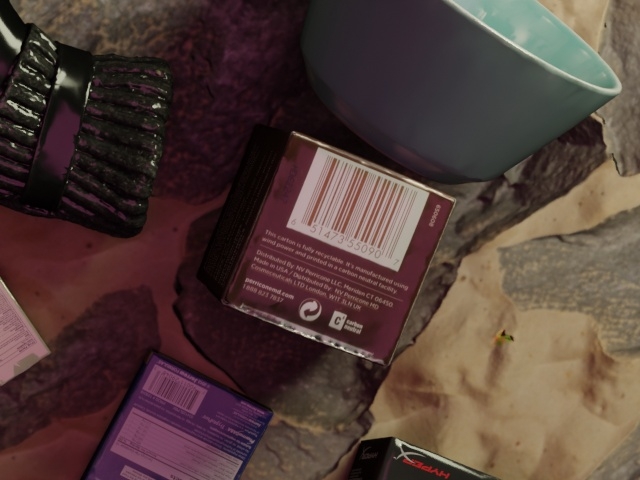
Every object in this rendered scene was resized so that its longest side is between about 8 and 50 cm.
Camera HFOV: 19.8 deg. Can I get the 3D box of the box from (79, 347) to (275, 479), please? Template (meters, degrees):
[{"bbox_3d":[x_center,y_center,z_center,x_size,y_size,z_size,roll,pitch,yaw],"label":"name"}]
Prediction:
[{"bbox_3d":[-0.157,0.234,1.770,0.136,0.036,0.225,28,90,-12],"label":"box"}]

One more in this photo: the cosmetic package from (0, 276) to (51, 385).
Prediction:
[{"bbox_3d":[-0.310,0.073,1.726,0.060,0.041,0.115,-32,100,-7],"label":"cosmetic package"}]

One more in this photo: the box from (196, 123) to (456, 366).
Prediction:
[{"bbox_3d":[0.000,0.000,1.696,0.168,0.203,0.167,21,91,-11],"label":"box"}]

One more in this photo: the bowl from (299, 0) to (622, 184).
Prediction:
[{"bbox_3d":[0.103,-0.167,1.678,0.311,0.311,0.163,33,107,-12],"label":"bowl"}]

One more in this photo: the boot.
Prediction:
[{"bbox_3d":[-0.259,-0.183,1.665,0.260,0.131,0.348,6,104,-4],"label":"boot"}]

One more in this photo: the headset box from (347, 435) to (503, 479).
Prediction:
[{"bbox_3d":[0.101,0.363,1.762,0.218,0.110,0.293,22,76,-12],"label":"headset box"}]
